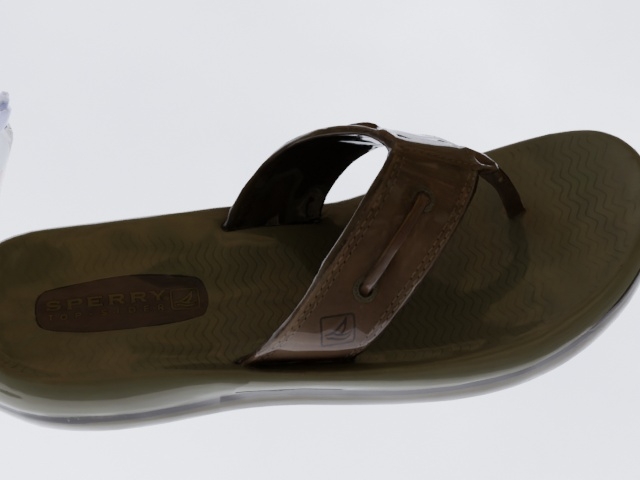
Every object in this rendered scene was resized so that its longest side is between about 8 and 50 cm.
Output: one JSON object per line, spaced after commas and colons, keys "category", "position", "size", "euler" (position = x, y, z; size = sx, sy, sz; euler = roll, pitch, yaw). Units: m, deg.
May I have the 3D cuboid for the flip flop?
{"category": "flip flop", "position": [0.000, 0.000, 0.396], "size": [0.277, 0.080, 0.112], "euler": [-7, -135, -9]}

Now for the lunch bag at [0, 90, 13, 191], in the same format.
{"category": "lunch bag", "position": [-0.377, 0.045, 0.753], "size": [0.238, 0.328, 0.385], "euler": [18, -168, 20]}
